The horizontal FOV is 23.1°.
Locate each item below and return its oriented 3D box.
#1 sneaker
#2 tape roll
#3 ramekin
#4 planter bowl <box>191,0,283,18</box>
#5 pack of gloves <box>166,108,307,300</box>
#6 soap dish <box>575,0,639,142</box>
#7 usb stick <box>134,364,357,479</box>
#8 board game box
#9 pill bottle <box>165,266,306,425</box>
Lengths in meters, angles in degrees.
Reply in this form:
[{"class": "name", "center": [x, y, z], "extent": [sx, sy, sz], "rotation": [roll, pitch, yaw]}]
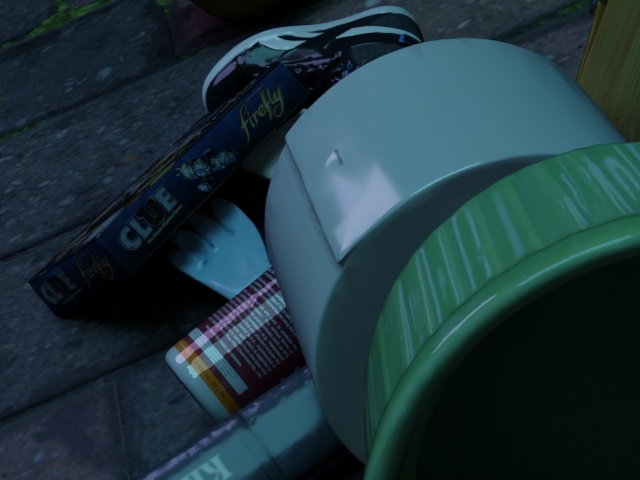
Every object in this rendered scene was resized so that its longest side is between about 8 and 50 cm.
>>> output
[{"class": "sneaker", "center": [-0.005, -0.147, 1.440], "extent": [0.217, 0.079, 0.121], "rotation": [-20, 31, 4]}, {"class": "tape roll", "center": [0.097, 0.015, 0.985], "extent": [0.246, 0.246, 0.169], "rotation": [-24, 32, 1]}, {"class": "ramekin", "center": [0.162, 0.098, 0.783], "extent": [0.303, 0.303, 0.148], "rotation": [-22, 25, 4]}, {"class": "planter bowl", "center": [-0.084, -0.304, 1.709], "extent": [0.217, 0.090, 0.217], "rotation": [-17, 33, 11]}, {"class": "pack of gloves", "center": [0.000, 0.000, 1.276], "extent": [0.195, 0.046, 0.232], "rotation": [-41, 46, -22]}, {"class": "soap dish", "center": [0.271, -0.194, 1.156], "extent": [0.118, 0.229, 0.291], "rotation": [20, 32, 5]}, {"class": "usb stick", "center": [-0.089, 0.179, 1.042], "extent": [0.278, 0.045, 0.077], "rotation": [-33, 67, -12]}, {"class": "board game box", "center": [-0.131, -0.044, 1.345], "extent": [0.243, 0.042, 0.165], "rotation": [-48, 11, -32]}, {"class": "pill bottle", "center": [-0.029, 0.068, 1.123], "extent": [0.152, 0.086, 0.086], "rotation": [-39, 34, -8]}]
